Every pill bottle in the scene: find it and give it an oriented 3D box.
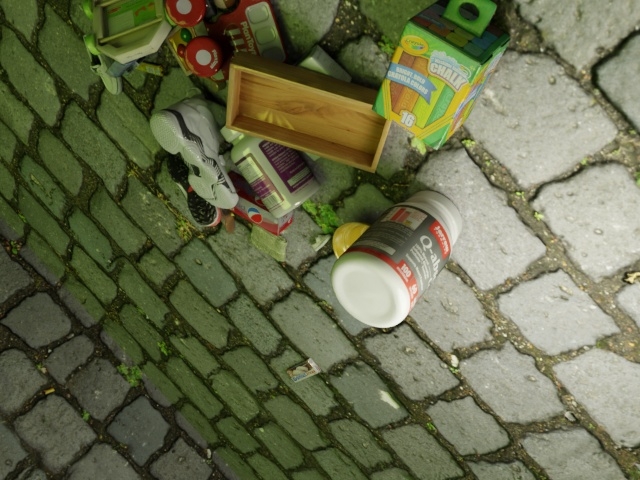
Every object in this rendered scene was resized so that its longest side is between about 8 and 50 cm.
[{"bbox_3d":[0.203,0.032,1.519,0.210,0.363,0.210,23,134,25],"label":"pill bottle"},{"bbox_3d":[-0.151,-0.229,1.756,0.169,0.169,0.301,-25,104,48],"label":"pill bottle"}]

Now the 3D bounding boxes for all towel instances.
[{"bbox_3d":[-0.177,0.006,2.076,0.148,0.027,0.110,29,137,19],"label":"towel"}]

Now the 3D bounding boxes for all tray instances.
[{"bbox_3d":[-0.029,-0.324,1.541,0.411,0.076,0.203,18,139,2],"label":"tray"}]

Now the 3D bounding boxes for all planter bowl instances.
[{"bbox_3d":[0.149,0.018,1.763,0.217,0.090,0.217,22,133,26],"label":"planter bowl"}]

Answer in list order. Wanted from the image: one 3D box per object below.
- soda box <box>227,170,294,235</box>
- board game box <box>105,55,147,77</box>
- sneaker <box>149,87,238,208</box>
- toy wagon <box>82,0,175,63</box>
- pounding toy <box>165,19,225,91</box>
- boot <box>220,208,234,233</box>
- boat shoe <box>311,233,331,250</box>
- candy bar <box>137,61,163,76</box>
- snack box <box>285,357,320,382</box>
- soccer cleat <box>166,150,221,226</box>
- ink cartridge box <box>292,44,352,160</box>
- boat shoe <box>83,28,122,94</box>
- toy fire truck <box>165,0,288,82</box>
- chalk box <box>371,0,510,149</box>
[{"bbox_3d":[-0.216,-0.121,1.955,0.263,0.092,0.083,28,137,20],"label":"soda box"},{"bbox_3d":[-0.556,-0.566,1.834,0.060,0.194,0.194,42,157,-22],"label":"board game box"},{"bbox_3d":[-0.335,-0.283,1.851,0.137,0.210,0.366,-8,128,43],"label":"sneaker"},{"bbox_3d":[-0.531,-0.667,1.700,0.267,0.068,0.344,-15,72,12],"label":"toy wagon"},{"bbox_3d":[-0.356,-0.517,1.751,0.181,0.094,0.206,-12,113,45],"label":"pounding toy"},{"bbox_3d":[-0.349,-0.086,2.141,0.087,0.042,0.118,23,134,33],"label":"boot"},{"bbox_3d":[0.000,0.000,1.918,0.035,0.035,0.100,45,146,-3],"label":"boat shoe"},{"bbox_3d":[-0.565,-0.559,1.952,0.161,0.018,0.040,21,137,26],"label":"candy bar"},{"bbox_3d":[-0.070,0.513,2.399,0.064,0.022,0.178,48,139,-5],"label":"snack box"},{"bbox_3d":[-0.426,-0.192,2.057,0.318,0.108,0.116,64,-177,5],"label":"soccer cleat"},{"bbox_3d":[-0.013,-0.357,1.623,0.239,0.060,0.275,38,143,-23],"label":"ink cartridge box"},{"bbox_3d":[-0.733,-0.587,2.026,0.083,0.076,0.226,13,130,33],"label":"boat shoe"},{"bbox_3d":[-0.238,-0.565,1.554,0.254,0.169,0.302,-16,110,5],"label":"toy fire truck"},{"bbox_3d":[0.263,-0.377,1.280,0.180,0.179,0.289,34,138,13],"label":"chalk box"}]
